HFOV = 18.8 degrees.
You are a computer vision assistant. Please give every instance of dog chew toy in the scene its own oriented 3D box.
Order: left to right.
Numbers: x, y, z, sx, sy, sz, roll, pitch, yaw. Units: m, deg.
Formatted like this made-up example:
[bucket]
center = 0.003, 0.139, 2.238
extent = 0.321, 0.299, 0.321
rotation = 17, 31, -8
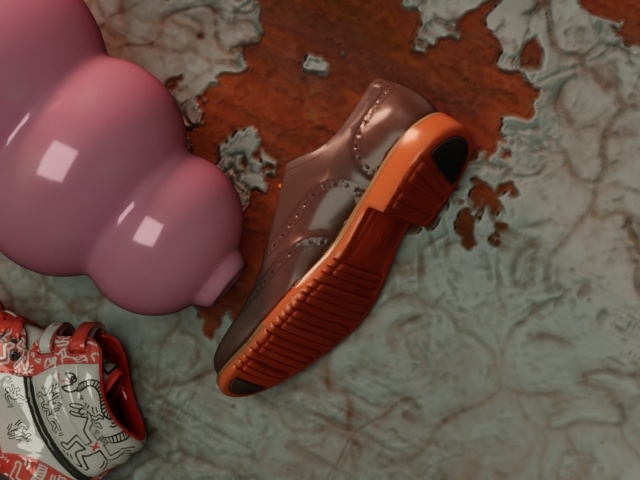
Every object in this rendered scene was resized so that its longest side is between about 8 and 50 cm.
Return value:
[dog chew toy]
center = -0.198, -0.068, 1.470
extent = 0.332, 0.206, 0.206
rotation = 39, 101, 5

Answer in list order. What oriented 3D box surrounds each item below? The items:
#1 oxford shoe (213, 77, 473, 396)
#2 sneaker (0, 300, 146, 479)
[oxford shoe]
center = 0.000, 0.000, 1.472
extent = 0.098, 0.097, 0.271
rotation = 42, 95, 30
[sneaker]
center = -0.245, 0.080, 1.536
extent = 0.145, 0.090, 0.270
rotation = -32, 85, 13
